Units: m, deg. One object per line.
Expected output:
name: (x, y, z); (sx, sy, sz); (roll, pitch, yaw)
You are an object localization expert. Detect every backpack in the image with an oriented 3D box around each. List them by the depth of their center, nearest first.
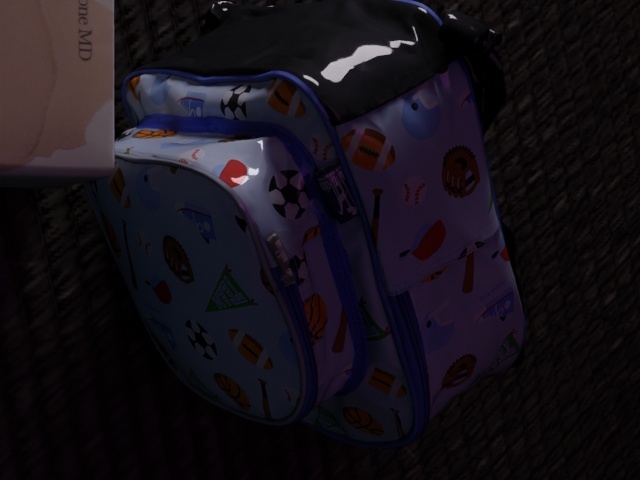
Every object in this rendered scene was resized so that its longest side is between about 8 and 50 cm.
backpack: (0.000, 0.000, 0.839); (0.213, 0.276, 0.263); (-37, 116, -20)

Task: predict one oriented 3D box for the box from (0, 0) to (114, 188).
box: (-0.275, -0.103, 0.738); (0.311, 0.121, 0.148); (-1, 90, -31)
